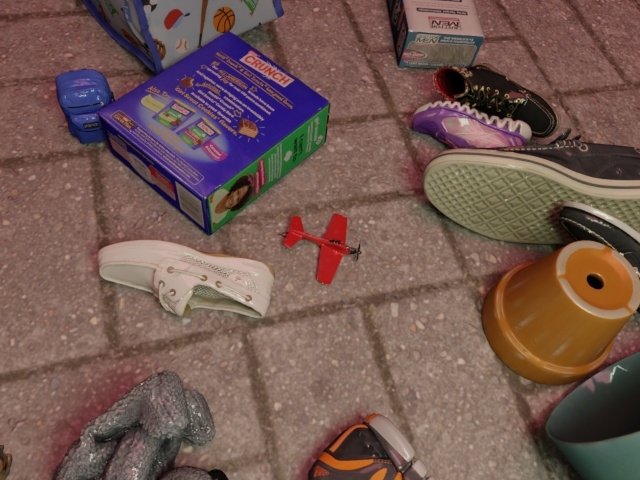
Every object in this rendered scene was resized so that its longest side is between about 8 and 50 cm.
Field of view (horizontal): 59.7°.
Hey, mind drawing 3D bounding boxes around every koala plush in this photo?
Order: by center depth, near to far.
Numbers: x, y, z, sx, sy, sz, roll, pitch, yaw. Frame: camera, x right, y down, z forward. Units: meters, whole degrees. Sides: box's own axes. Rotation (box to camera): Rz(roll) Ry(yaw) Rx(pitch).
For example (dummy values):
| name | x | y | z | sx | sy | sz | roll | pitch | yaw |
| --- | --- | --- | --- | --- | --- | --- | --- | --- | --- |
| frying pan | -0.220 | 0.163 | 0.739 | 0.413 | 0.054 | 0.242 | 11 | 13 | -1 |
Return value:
| name | x | y | z | sx | sy | sz | roll | pitch | yaw |
| --- | --- | --- | --- | --- | --- | --- | --- | --- | --- |
| koala plush | -0.191 | 0.313 | 0.676 | 0.203 | 0.196 | 0.221 | -36 | 70 | -13 |

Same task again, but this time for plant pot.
| name | x | y | z | sx | sy | sz | roll | pitch | yaw |
| --- | --- | --- | --- | --- | --- | --- | --- | --- | --- |
| plant pot | 0.496 | 0.288 | 0.732 | 0.293 | 0.293 | 0.235 | -28 | 80 | -22 |
| plant pot | 0.387 | 0.100 | 0.876 | 0.205 | 0.188 | 0.205 | 4 | 58 | -6 |

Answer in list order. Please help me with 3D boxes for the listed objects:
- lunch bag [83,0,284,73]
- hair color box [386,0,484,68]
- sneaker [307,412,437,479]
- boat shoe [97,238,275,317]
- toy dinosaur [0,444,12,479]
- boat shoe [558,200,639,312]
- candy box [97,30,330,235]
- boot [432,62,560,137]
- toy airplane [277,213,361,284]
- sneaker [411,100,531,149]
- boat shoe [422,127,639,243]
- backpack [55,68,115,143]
| name | x | y | z | sx | sy | sz | roll | pitch | yaw |
| --- | --- | --- | --- | --- | --- | --- | --- | --- | --- |
| lunch bag | -0.325 | -0.569 | 1.163 | 0.328 | 0.239 | 0.385 | -32 | 52 | -23 |
| hair color box | 0.252 | -0.557 | 1.304 | 0.174 | 0.105 | 0.347 | 1 | 58 | -7 |
| sneaker | 0.101 | 0.397 | 0.709 | 0.180 | 0.124 | 0.321 | -32 | 57 | -20 |
| boat shoe | -0.212 | 0.068 | 0.862 | 0.277 | 0.098 | 0.096 | 7 | 57 | -5 |
| toy dinosaur | -0.377 | 0.391 | 0.583 | 0.127 | 0.200 | 0.295 | -10 | 61 | -14 |
| boat shoe | 0.505 | 0.045 | 0.929 | 0.302 | 0.114 | 0.091 | 34 | 93 | -9 |
| candy box | -0.183 | -0.207 | 1.020 | 0.268 | 0.122 | 0.317 | 38 | 62 | 16 |
| boot | 0.352 | -0.282 | 1.132 | 0.179 | 0.085 | 0.236 | -15 | 52 | -42 |
| toy airplane | 0.000 | 0.000 | 0.975 | 0.151 | 0.028 | 0.151 | 4 | 57 | -6 |
| sneaker | 0.294 | -0.201 | 1.109 | 0.236 | 0.095 | 0.104 | 16 | 76 | 5 |
| boat shoe | 0.429 | -0.100 | 1.011 | 0.500 | 0.186 | 0.156 | 5 | 48 | -2 |
| backpack | -0.417 | -0.243 | 1.008 | 0.098 | 0.120 | 0.101 | -17 | 63 | -18 |
